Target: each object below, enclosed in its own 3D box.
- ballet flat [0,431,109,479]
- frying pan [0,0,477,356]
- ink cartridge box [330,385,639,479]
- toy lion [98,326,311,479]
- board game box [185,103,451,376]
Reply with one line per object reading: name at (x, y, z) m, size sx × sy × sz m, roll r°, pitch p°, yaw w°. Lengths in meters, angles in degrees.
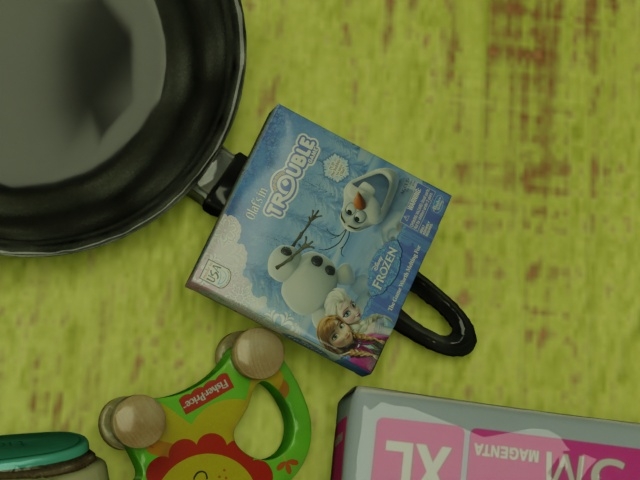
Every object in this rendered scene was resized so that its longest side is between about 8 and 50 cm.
ballet flat at (-0.211, 0.122, 0.676) m, size 0.248 × 0.086 × 0.086 m, roll 2°, pitch 77°, yaw -7°
frying pan at (-0.071, -0.074, 0.749) m, size 0.326 × 0.053 × 0.197 m, roll 14°, pitch 79°, yaw -14°
ink cartridge box at (0.084, 0.227, 0.693) m, size 0.185 × 0.065 × 0.311 m, roll 8°, pitch 78°, yaw -5°
toy lion at (-0.046, 0.100, 0.719) m, size 0.100 × 0.034 × 0.096 m, roll -29°, pitch 94°, yaw -23°
board game box at (0.000, 0.000, 0.722) m, size 0.090 × 0.020 × 0.090 m, roll 27°, pitch 75°, yaw -8°
